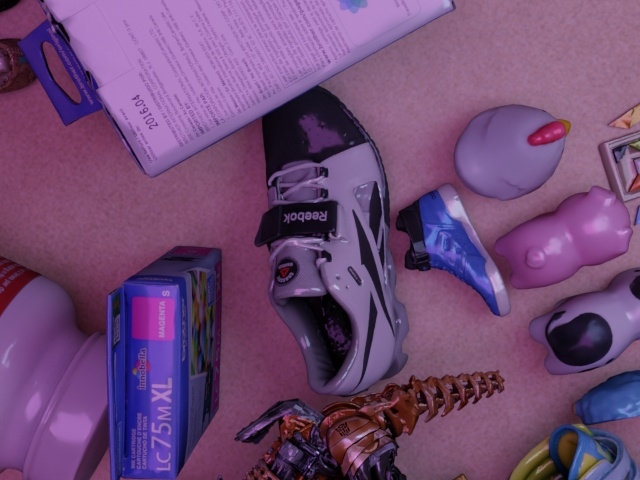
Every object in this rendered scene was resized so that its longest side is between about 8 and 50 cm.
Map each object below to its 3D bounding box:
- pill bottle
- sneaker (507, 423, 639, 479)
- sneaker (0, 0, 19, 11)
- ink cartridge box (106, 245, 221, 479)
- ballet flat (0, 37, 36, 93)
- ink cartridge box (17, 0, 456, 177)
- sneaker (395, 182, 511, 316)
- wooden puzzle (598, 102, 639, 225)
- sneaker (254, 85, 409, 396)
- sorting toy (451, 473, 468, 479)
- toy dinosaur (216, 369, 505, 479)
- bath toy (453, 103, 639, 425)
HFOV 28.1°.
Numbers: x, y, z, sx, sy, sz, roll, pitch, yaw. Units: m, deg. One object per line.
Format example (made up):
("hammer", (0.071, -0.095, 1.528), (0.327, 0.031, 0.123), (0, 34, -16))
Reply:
("pill bottle", (-0.402, 0.107, 1.316), (0.408, 0.229, 0.229), (24, 98, 2))
("sneaker", (0.333, 0.267, 1.286), (0.319, 0.127, 0.208), (-13, 110, -5))
("sneaker", (-0.350, -0.312, 1.344), (0.262, 0.099, 0.121), (-30, 85, 0))
("ink cartridge box", (-0.147, 0.115, 1.252), (0.065, 0.311, 0.185), (2, 97, 6))
("ballet flat", (-0.405, -0.178, 1.368), (0.206, 0.067, 0.073), (-14, 95, 7))
("ink cartridge box", (-0.110, -0.244, 1.223), (0.395, 0.151, 0.270), (-29, 98, 6))
("sneaker", (0.134, 0.024, 1.343), (0.085, 0.058, 0.152), (-28, 89, 2))
("wooden puzzle", (0.334, -0.081, 1.337), (0.079, 0.014, 0.116), (-25, 94, 7))
("sneaker", (0.000, 0.000, 1.300), (0.122, 0.146, 0.330), (-15, 92, 30))
("sorting toy", (0.115, 0.381, 1.389), (0.132, 0.046, 0.274), (30, 98, 2))
("toy dinosaur", (0.040, 0.234, 1.258), (0.322, 0.164, 0.218), (-29, 100, 17))
("bath toy", (0.267, 0.012, 1.296), (0.151, 0.129, 0.348), (-30, 93, -33))
